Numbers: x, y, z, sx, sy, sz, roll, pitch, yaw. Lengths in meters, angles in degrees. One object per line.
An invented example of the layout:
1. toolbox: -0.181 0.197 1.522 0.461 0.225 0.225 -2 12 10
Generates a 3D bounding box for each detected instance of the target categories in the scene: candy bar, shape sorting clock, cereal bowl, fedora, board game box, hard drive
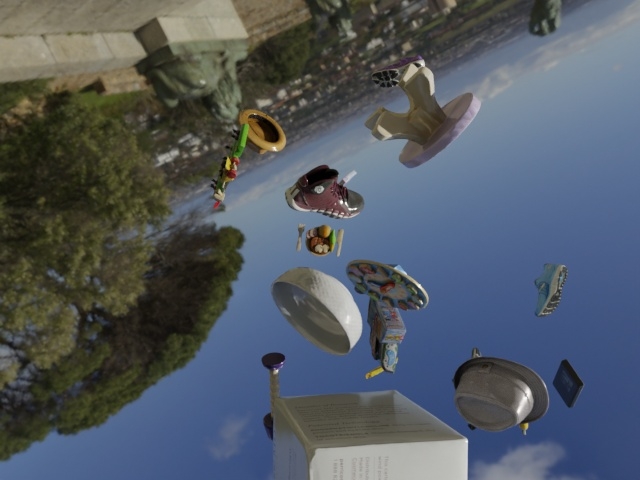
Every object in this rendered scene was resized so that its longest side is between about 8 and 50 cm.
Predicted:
1. candy bar: 0.257 0.530 2.418 0.162 0.040 0.018 -25 -130 -18
2. shape sorting clock: 0.152 0.108 1.358 0.206 0.206 0.040 -15 -142 56
3. cereal bowl: 0.005 0.211 1.907 0.141 0.339 0.339 -46 -164 -27
4. fedora: -0.211 -0.359 1.983 0.079 0.194 0.194 -49 172 38
5. board game box: 0.176 0.255 1.597 0.060 0.194 0.194 4 -168 -8
6. board game box: 0.083 -0.210 2.128 0.090 0.020 0.090 -46 178 43
7. fedora: 0.497 0.461 1.671 0.276 0.243 0.124 6 -149 35
8. hard drive: 0.757 0.440 1.784 0.022 0.135 0.094 -15 -133 -9

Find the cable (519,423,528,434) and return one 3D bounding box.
1. cable: 0.751 0.593 2.208 0.072 0.287 0.139 -7 -149 -1

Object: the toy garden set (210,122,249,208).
1. toy garden set: -0.292 -0.208 1.750 0.203 0.049 0.244 -87 -157 -43

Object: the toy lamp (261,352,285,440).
1. toy lamp: -0.136 0.468 1.719 0.080 0.274 0.080 -2 -160 1

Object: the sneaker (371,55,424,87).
1. sneaker: 0.247 -0.539 1.847 0.170 0.068 0.071 -12 -133 15

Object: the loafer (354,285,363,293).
1. loafer: 0.196 0.146 2.130 0.080 0.078 0.220 -26 164 38

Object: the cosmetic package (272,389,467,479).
1. cosmetic package: 0.086 0.540 1.276 0.328 0.329 0.394 0 179 -14

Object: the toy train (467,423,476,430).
1. toy train: 0.605 0.672 2.258 0.027 0.158 0.036 -4 -154 -23

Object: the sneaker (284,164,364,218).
1. sneaker: 0.045 -0.152 1.771 0.282 0.106 0.162 1 147 -32

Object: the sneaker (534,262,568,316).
1. sneaker: 0.638 0.139 1.643 0.063 0.162 0.073 10 -170 -41

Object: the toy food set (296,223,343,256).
1. toy food set: 0.000 0.000 2.383 0.192 0.132 0.038 7 -177 -13

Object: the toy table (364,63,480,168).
1. toy table: 0.237 -0.306 1.422 0.274 0.161 0.252 -41 -161 46

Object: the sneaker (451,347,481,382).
1. sneaker: 0.622 0.564 2.481 0.132 0.086 0.228 -16 -139 27
